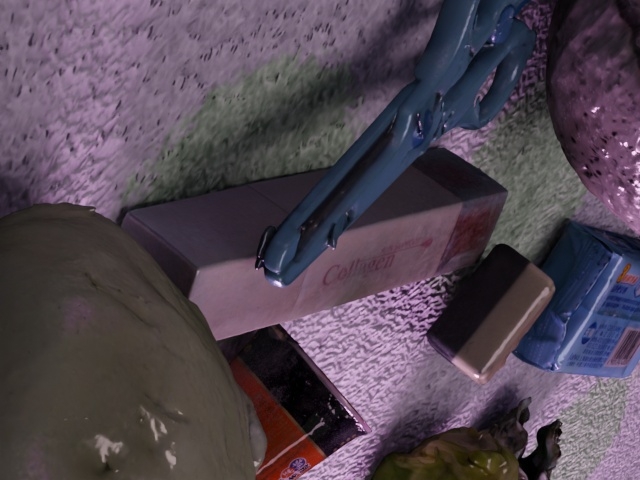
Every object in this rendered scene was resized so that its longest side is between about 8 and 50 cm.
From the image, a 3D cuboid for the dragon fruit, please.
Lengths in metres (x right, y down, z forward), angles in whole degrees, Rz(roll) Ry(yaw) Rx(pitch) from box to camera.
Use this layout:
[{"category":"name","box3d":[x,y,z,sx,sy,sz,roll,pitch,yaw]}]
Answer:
[{"category":"dragon fruit","box3d":[0.280,-0.153,1.391,0.283,0.204,0.221,-49,-178,-32]}]

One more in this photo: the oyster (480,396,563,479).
[{"category":"oyster","box3d":[0.171,0.295,1.826,0.268,0.112,0.198,-59,174,-6]}]

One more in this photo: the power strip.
[{"category":"power strip","box3d":[0.151,0.070,1.490,0.105,0.070,0.257,-51,173,-1]}]

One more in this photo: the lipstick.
[{"category":"lipstick","box3d":[0.000,0.000,1.245,0.371,0.079,0.076,-15,134,-50]}]

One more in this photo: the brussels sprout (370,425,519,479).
[{"category":"brussels sprout","box3d":[0.115,0.261,1.668,0.183,0.131,0.146,-3,103,-54]}]

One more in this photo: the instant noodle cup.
[{"category":"instant noodle cup","box3d":[-0.049,0.146,1.306,0.135,0.127,0.127,-42,151,-5]}]

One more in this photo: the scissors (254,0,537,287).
[{"category":"scissors","box3d":[0.071,-0.095,1.204,0.393,0.032,0.180,-48,149,-38]}]

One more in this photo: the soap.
[{"category":"soap","box3d":[0.292,0.067,1.762,0.156,0.077,0.293,-59,152,9]}]

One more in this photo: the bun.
[{"category":"bun","box3d":[-0.128,0.134,0.980,0.293,0.187,0.293,-170,-90,-88]}]
